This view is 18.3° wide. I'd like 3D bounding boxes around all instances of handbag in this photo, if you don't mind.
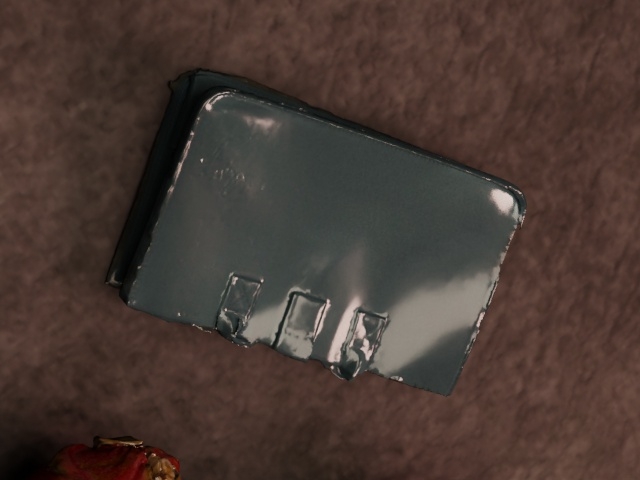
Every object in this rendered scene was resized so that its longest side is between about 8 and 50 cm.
[{"bbox_3d":[0.000,0.000,1.144,0.221,0.057,0.144,19,95,-26],"label":"handbag"}]

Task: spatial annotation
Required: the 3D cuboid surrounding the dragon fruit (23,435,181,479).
[{"bbox_3d":[-0.135,0.225,1.079,0.125,0.125,0.246,-7,103,-54],"label":"dragon fruit"}]
